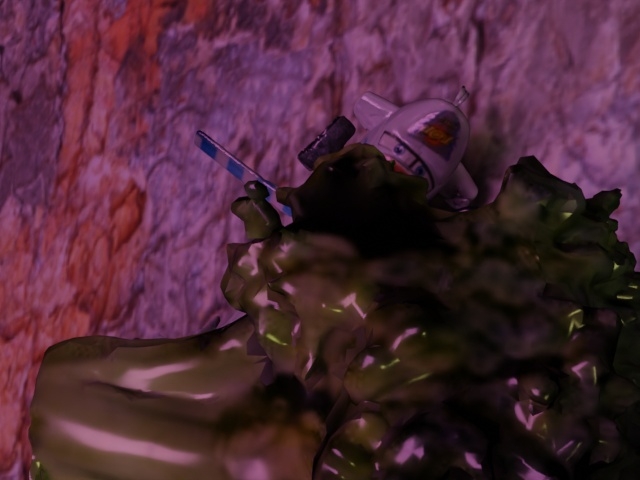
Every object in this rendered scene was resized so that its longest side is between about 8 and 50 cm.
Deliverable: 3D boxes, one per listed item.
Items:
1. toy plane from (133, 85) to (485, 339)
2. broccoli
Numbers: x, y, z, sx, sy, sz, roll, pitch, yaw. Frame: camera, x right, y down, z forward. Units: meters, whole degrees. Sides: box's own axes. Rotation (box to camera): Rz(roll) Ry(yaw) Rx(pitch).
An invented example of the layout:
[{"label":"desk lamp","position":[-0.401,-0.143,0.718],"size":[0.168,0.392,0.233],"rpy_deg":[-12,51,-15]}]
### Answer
[{"label":"toy plane","position":[0.008,0.008,1.101],"size":[0.182,0.107,0.273],"rpy_deg":[31,138,10]},{"label":"broccoli","position":[0.010,0.092,0.858],"size":[0.348,0.281,0.293],"rpy_deg":[-82,-4,-71]}]
